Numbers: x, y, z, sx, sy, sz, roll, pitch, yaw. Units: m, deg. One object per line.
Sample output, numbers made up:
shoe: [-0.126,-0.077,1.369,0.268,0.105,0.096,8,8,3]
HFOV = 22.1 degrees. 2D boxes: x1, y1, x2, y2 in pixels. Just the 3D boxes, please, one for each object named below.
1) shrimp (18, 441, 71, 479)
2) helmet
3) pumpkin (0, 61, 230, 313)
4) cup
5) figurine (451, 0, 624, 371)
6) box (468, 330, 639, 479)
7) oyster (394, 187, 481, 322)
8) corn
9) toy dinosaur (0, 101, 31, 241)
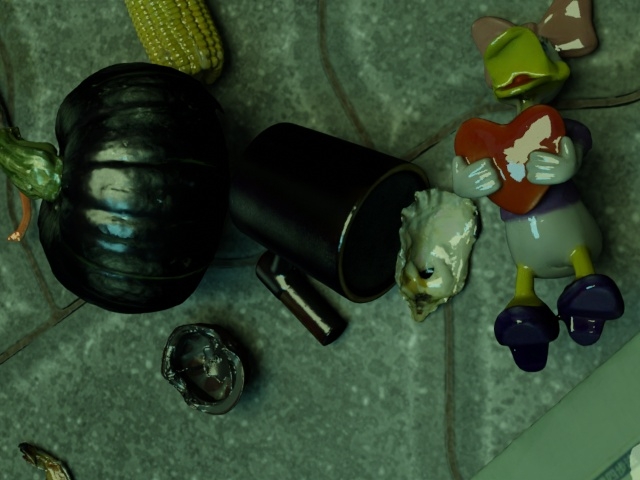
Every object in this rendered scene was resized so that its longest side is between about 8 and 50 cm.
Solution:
shrimp: [-0.397,0.336,2.108,0.195,0.035,0.148,-8,86,22]
helmet: [-0.126,0.149,1.951,0.123,0.070,0.098,38,111,18]
pumpkin: [-0.240,-0.063,1.877,0.295,0.296,0.296,-2,86,29]
cup: [-0.008,-0.005,1.843,0.177,0.166,0.239,26,98,31]
figurine: [0.232,-0.077,1.702,0.154,0.193,0.421,-16,71,26]
box: [0.358,0.319,1.650,0.396,0.111,0.396,-44,68,19]
oyster: [0.131,0.010,1.821,0.121,0.045,0.146,-27,107,1]
corn: [-0.194,-0.295,2.001,0.093,0.093,0.244,-32,73,24]
toy dinosaur: [-0.440,-0.125,2.149,0.101,0.055,0.280,-11,79,5]
